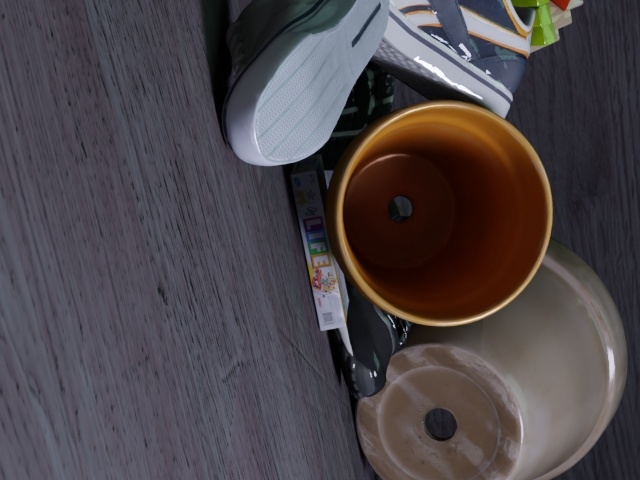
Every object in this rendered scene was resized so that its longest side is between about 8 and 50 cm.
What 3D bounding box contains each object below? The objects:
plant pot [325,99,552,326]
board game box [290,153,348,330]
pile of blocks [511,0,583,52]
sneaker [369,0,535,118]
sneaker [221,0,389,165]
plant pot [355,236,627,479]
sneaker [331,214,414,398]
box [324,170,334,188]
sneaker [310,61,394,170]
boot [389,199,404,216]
[{"bbox_3d":[0.094,-0.028,1.610,0.188,0.205,0.205,-169,-112,-78],"label":"plant pot"},{"bbox_3d":[0.000,0.000,1.644,0.103,0.026,0.154,-80,159,-77],"label":"board game box"},{"bbox_3d":[0.157,-0.253,1.688,0.362,0.112,0.149,6,88,-44],"label":"pile of blocks"},{"bbox_3d":[0.068,-0.227,1.526,0.321,0.126,0.127,28,84,-38],"label":"sneaker"},{"bbox_3d":[-0.028,-0.131,1.255,0.258,0.091,0.094,-53,142,-54],"label":"sneaker"},{"bbox_3d":[0.169,0.163,1.921,0.280,0.323,0.323,-35,115,-67],"label":"plant pot"},{"bbox_3d":[0.072,0.053,1.797,0.283,0.124,0.107,-93,171,-56],"label":"sneaker"},{"bbox_3d":[0.013,-0.092,1.934,0.186,0.038,0.145,70,12,-71],"label":"box"},{"bbox_3d":[0.005,-0.221,1.724,0.121,0.111,0.300,-143,-131,-72],"label":"sneaker"},{"bbox_3d":[0.051,-0.089,2.253,0.198,0.076,0.137,-116,-174,-55],"label":"boot"}]
